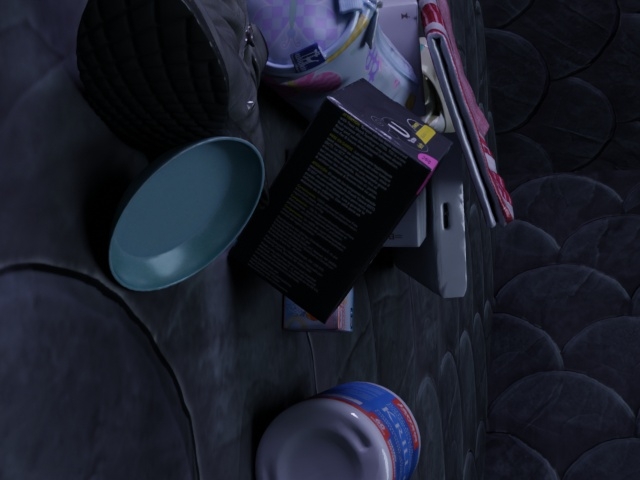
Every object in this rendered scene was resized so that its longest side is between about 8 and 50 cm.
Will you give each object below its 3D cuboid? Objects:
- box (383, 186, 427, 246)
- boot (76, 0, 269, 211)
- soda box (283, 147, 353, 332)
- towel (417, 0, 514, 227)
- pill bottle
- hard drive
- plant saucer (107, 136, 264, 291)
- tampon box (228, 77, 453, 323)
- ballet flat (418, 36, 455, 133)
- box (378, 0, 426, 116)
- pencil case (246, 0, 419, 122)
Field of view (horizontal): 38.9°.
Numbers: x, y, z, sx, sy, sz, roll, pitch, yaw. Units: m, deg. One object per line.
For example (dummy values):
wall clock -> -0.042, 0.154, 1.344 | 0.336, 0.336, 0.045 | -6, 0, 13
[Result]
box -> 0.075, -0.047, 1.097 | 0.087, 0.101, 0.102 | -39, 127, -72
boot -> -0.088, -0.135, 0.602 | 0.246, 0.083, 0.161 | 69, 17, -63
soda box -> 0.000, 0.000, 0.907 | 0.063, 0.058, 0.183 | 29, 62, -72
towel -> 0.164, -0.179, 1.068 | 0.329, 0.037, 0.237 | -82, 151, -64
pill bottle -> 0.029, 0.201, 0.873 | 0.221, 0.124, 0.124 | 6, 83, -74
hard drive -> 0.142, -0.044, 1.252 | 0.307, 0.040, 0.203 | -139, -134, -82
plant saucer -> -0.087, -0.020, 0.569 | 0.119, 0.021, 0.119 | -35, 151, -23
tampon box -> 0.020, -0.037, 0.759 | 0.161, 0.101, 0.120 | -55, 177, 23
ballet flat -> 0.183, -0.242, 1.571 | 0.248, 0.086, 0.086 | 66, 28, -51
box -> 0.072, -0.227, 1.075 | 0.170, 0.091, 0.130 | -80, 164, -67
pencil case -> 0.014, -0.174, 0.852 | 0.273, 0.124, 0.113 | 31, 38, -73
